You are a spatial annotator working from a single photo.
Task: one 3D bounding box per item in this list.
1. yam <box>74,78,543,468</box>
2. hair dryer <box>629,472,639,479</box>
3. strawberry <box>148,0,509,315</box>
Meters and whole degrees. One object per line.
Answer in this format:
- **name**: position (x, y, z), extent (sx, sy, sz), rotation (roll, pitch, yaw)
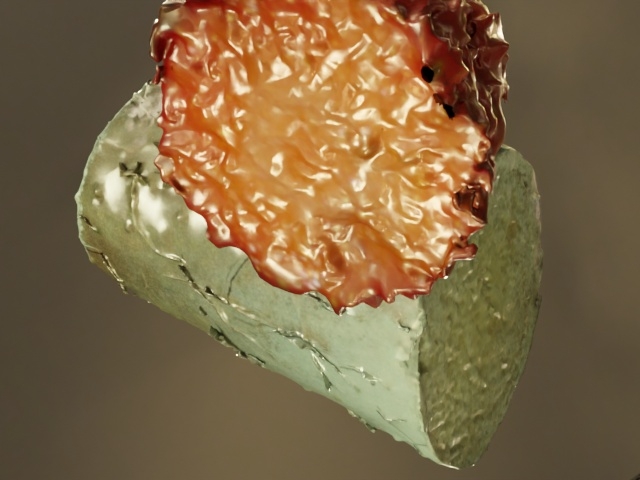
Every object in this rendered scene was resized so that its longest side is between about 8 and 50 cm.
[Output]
- **yam**: position (0.000, 0.000, 1.151), extent (0.241, 0.348, 0.241), rotation (-42, -36, -40)
- **hair dryer**: position (0.246, 0.100, 0.857), extent (0.352, 0.107, 0.189), rotation (-24, -105, -38)
- **strawberry**: position (0.021, -0.089, 0.889), extent (0.234, 0.234, 0.178), rotation (58, -141, -8)
